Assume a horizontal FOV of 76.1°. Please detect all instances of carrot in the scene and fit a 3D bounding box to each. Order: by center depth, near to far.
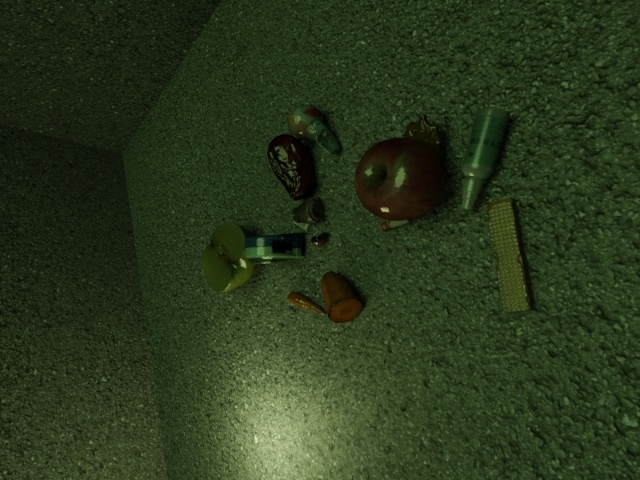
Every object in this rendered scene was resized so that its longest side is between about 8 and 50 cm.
[{"bbox_3d":[0.068,0.233,1.807,0.159,0.159,0.225,-53,42,24],"label":"carrot"},{"bbox_3d":[-0.072,0.303,1.979,0.257,0.061,0.061,18,96,41],"label":"carrot"}]

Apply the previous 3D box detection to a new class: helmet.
[{"bbox_3d":[0.002,0.000,1.957,0.084,0.049,0.065,-21,32,14],"label":"helmet"}]

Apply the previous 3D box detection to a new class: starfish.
[{"bbox_3d":[0.450,-0.435,1.576,0.086,0.092,0.016,44,128,17],"label":"starfish"}]

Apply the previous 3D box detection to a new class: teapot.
[{"bbox_3d":[-0.070,-0.149,1.995,0.146,0.116,0.148,-12,74,38],"label":"teapot"}]

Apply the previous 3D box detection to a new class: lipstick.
[{"bbox_3d":[0.309,-0.073,1.687,0.131,0.038,0.038,-20,71,39],"label":"lipstick"}]

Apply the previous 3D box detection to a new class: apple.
[{"bbox_3d":[0.308,-0.226,1.550,0.345,0.270,0.344,-10,78,51],"label":"apple"},{"bbox_3d":[-0.515,0.083,2.275,0.360,0.320,0.311,35,147,46],"label":"apple"}]

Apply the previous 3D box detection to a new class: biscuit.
[{"bbox_3d":[0.628,0.046,1.360,0.094,0.054,0.378,-15,74,40],"label":"biscuit"},{"bbox_3d":[0.392,-0.378,1.583,0.182,0.034,0.215,22,132,42],"label":"biscuit"}]

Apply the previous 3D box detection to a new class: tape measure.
[{"bbox_3d":[-0.243,0.040,2.051,0.259,0.262,0.138,-7,89,43],"label":"tape measure"}]

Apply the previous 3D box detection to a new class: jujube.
[{"bbox_3d":[-0.141,-0.365,2.053,0.216,0.216,0.341,-31,70,36],"label":"jujube"}]

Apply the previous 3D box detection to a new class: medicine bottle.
[{"bbox_3d":[0.560,-0.278,1.432,0.110,0.110,0.351,19,97,43],"label":"medicine bottle"}]

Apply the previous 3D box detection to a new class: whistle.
[{"bbox_3d":[-0.029,-0.546,1.987,0.348,0.189,0.189,45,114,25],"label":"whistle"}]

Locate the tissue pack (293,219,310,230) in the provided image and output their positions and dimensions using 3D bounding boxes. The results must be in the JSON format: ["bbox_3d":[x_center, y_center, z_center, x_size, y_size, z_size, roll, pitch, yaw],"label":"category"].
[{"bbox_3d":[-0.092,-0.094,2.075,0.108,0.023,0.056,33,104,40],"label":"tissue pack"}]
